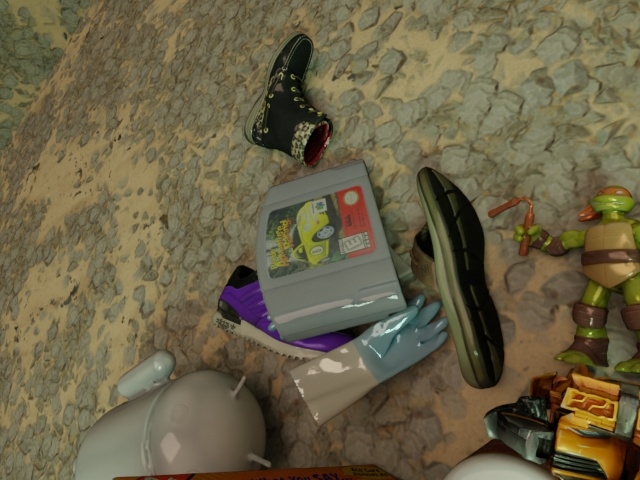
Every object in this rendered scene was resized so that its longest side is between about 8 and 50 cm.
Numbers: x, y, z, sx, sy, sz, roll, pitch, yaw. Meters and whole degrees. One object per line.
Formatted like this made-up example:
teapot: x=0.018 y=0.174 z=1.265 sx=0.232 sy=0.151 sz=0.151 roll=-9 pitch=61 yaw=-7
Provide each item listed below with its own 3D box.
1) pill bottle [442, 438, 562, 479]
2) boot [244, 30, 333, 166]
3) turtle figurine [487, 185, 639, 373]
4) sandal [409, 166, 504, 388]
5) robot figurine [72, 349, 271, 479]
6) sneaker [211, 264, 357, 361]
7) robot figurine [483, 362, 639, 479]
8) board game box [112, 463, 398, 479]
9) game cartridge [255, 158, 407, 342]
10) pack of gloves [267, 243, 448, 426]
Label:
pill bottle: x=0.192 y=0.251 z=0.383 sx=0.121 sy=0.216 sz=0.121 roll=-10 pitch=70 yaw=30
boot: x=-0.035 y=-0.268 z=0.786 sx=0.178 sy=0.085 sz=0.237 roll=34 pitch=100 yaw=34
turtle figurine: x=0.314 y=0.030 z=0.458 sx=0.269 sy=0.087 sz=0.218 roll=-5 pitch=75 yaw=53
sandal: x=0.162 y=0.037 z=0.541 sx=0.086 sy=0.120 sz=0.303 roll=-22 pitch=63 yaw=41
robot figurine: x=-0.231 y=0.329 z=0.644 sx=0.353 sy=0.199 sz=0.300 roll=-28 pitch=84 yaw=23
sneaker: x=-0.058 y=0.102 z=0.667 sx=0.293 sy=0.102 sz=0.146 roll=10 pitch=80 yaw=35
robot figurine: x=0.256 y=0.155 z=0.326 sx=0.210 sy=0.291 sz=0.085 roll=8 pitch=79 yaw=34
board game box: x=0.004 y=0.439 z=0.307 sx=0.356 sy=0.356 sz=0.357 roll=6 pitch=78 yaw=52
game cartridge: x=0.000 y=0.000 z=0.617 sx=0.195 sy=0.060 sz=0.294 roll=-19 pitch=46 yaw=11
pack of gloves: x=0.047 y=0.100 z=0.565 sx=0.232 sy=0.046 sz=0.195 roll=-28 pitch=56 yaw=-13
